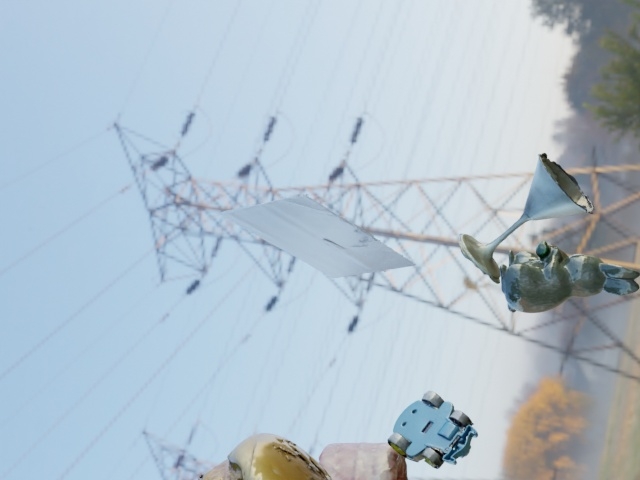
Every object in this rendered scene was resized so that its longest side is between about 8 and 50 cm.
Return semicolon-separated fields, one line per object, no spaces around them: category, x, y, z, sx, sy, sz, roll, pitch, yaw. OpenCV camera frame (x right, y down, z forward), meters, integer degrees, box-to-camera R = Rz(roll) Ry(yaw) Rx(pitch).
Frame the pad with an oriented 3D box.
pad;0.000;0.000;1.257;0.232;0.156;0.004;31;-120;-41

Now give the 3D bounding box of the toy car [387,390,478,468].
toy car;0.213;0.352;1.725;0.126;0.161;0.098;-50;-50;-19

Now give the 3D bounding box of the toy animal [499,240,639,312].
toy animal;0.440;0.068;1.735;0.108;0.236;0.138;-59;-32;-65

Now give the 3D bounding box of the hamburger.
hamburger;-0.029;0.403;1.279;0.174;0.304;0.284;-43;-18;-1

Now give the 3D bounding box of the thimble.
thimble;0.078;0.491;1.805;0.239;0.162;0.239;-3;-90;-80

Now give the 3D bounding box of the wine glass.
wine glass;0.379;-0.036;1.836;0.232;0.156;0.156;-44;-4;22
